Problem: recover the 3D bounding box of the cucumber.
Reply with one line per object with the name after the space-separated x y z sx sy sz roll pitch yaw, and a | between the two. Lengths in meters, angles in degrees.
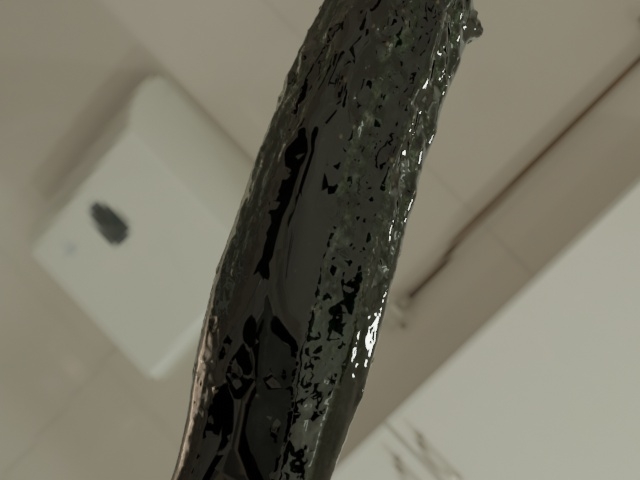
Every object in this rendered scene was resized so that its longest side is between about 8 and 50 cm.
-0.001 -0.001 0.322 0.033 0.034 0.135 4 -115 40 | cucumber
